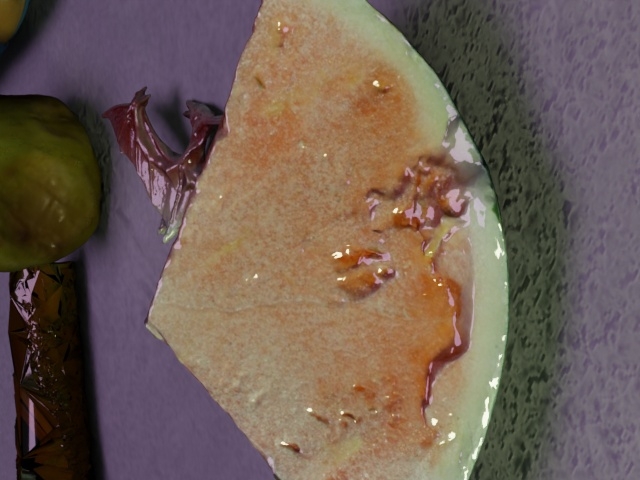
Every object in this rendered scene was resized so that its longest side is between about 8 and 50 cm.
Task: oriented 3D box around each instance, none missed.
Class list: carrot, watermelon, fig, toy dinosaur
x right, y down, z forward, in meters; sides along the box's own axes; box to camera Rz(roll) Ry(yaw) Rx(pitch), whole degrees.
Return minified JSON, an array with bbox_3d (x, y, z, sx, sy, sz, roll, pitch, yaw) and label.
[{"bbox_3d":[-0.214,0.123,1.317,0.069,0.069,0.228,3,98,58],"label":"carrot"},{"bbox_3d":[0.000,0.000,0.856,0.256,0.176,0.260,36,104,40],"label":"watermelon"},{"bbox_3d":[-0.243,-0.048,1.241,0.154,0.166,0.144,42,99,10],"label":"fig"},{"bbox_3d":[-0.086,-0.046,1.103,0.220,0.032,0.108,29,117,41],"label":"toy dinosaur"}]

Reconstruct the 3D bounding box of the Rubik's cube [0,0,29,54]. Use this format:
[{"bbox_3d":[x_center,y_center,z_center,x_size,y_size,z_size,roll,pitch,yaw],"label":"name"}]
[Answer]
[{"bbox_3d":[-0.316,-0.186,1.350,0.254,0.254,0.254,17,110,56],"label":"Rubik's cube"}]
